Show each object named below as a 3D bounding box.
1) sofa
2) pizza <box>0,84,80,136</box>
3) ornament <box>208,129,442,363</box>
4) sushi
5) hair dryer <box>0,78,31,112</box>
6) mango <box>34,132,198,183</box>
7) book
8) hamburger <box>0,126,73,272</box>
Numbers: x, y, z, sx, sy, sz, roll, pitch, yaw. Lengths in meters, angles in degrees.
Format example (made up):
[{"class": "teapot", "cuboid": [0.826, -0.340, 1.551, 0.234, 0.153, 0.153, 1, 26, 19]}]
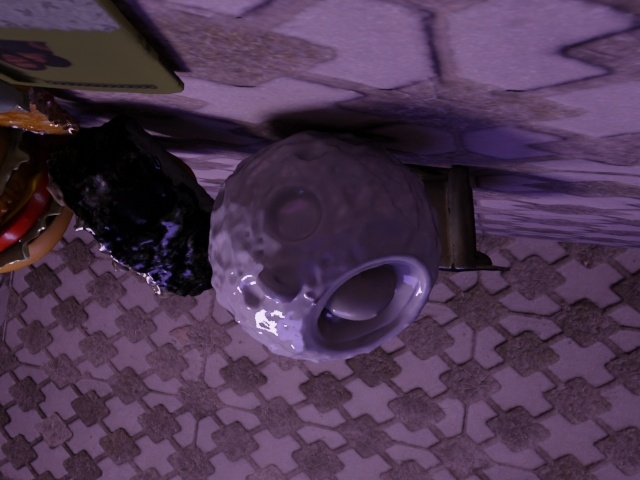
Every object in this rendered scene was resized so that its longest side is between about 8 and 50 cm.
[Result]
[{"class": "sofa", "cuboid": [0.255, -0.035, 1.057, 0.182, 0.199, 0.258, -6, 174, 16]}, {"class": "pizza", "cuboid": [-0.398, -0.178, 0.714, 0.201, 0.053, 0.193, 3, 177, 15]}, {"class": "ornament", "cuboid": [0.000, 0.000, 0.816, 0.337, 0.336, 0.337, 7, 178, 0]}, {"class": "sushi", "cuboid": [-0.263, -0.037, 0.905, 0.211, 0.171, 0.350, 50, 178, 38]}, {"class": "hair dryer", "cuboid": [-0.393, -0.142, 0.406, 0.296, 0.118, 0.298, 15, -173, -20]}, {"class": "mango", "cuboid": [-0.405, -0.128, 1.064, 0.360, 0.143, 0.187, 12, 174, 4]}, {"class": "book", "cuboid": [-0.267, -0.181, 0.429, 0.240, 0.035, 0.352, 6, 178, 2]}, {"class": "hamburger", "cuboid": [-0.518, -0.069, 0.878, 0.275, 0.274, 0.212, 6, 155, 28]}]
